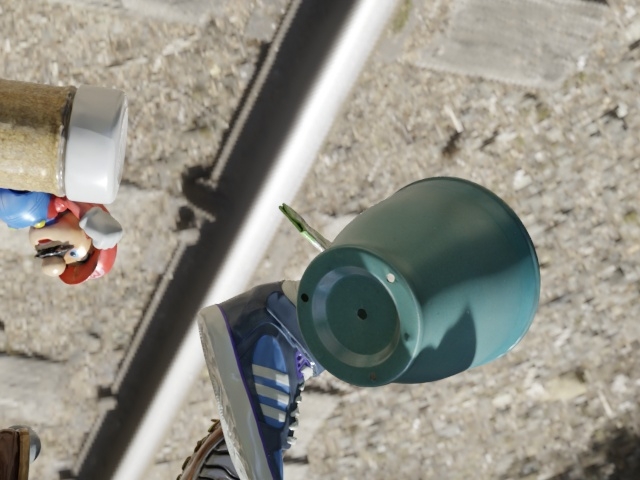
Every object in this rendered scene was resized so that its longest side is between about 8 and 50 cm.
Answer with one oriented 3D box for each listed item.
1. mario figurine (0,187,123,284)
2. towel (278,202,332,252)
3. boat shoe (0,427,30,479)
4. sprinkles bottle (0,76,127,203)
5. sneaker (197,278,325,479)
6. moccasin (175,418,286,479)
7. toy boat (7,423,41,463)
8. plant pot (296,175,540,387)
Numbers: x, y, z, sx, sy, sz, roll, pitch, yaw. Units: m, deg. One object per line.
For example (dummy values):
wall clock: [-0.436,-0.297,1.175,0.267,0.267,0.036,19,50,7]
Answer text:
mario figurine: [-0.420,-0.028,1.717,0.170,0.198,0.320,-50,132,-5]
towel: [0.000,0.000,1.992,0.023,0.113,0.152,-47,126,2]
boat shoe: [-0.290,0.261,1.008,0.073,0.206,0.073,8,160,-17]
sprinkles bottle: [-0.381,-0.117,1.210,0.356,0.121,0.121,7,135,-5]
sneaker: [-0.037,0.219,1.792,0.236,0.322,0.130,-15,177,-18]
moccasin: [-0.160,0.385,2.088,0.139,0.147,0.380,19,130,-13]
toy boat: [-0.406,0.434,1.876,0.318,0.267,0.148,42,76,-17]
plant pot: [0.108,0.070,1.536,0.255,0.271,0.271,-20,154,-53]
